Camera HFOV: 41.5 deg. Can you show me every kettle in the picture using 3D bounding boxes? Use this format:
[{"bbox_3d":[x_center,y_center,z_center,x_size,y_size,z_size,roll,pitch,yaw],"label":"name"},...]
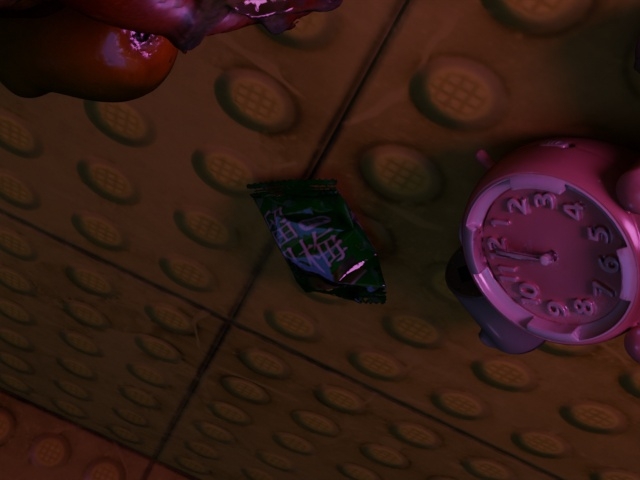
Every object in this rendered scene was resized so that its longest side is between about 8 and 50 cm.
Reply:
[{"bbox_3d":[0.243,0.065,1.081,0.098,0.127,0.148,35,168,51],"label":"kettle"}]

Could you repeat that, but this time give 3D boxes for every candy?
[{"bbox_3d":[0.000,-0.002,1.136,0.141,0.078,0.203,-11,123,26],"label":"candy"}]

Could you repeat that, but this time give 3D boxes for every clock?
[{"bbox_3d":[0.266,-0.005,0.906,0.241,0.142,0.227,7,119,38],"label":"clock"}]

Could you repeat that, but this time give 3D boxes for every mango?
[{"bbox_3d":[-0.272,-0.223,0.937,0.289,0.129,0.146,6,153,31],"label":"mango"}]

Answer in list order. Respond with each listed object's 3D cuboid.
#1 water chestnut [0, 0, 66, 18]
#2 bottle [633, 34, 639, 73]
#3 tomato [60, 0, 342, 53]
[{"bbox_3d":[-0.308,-0.324,0.711,0.244,0.289,0.289,31,164,53],"label":"water chestnut"},{"bbox_3d":[0.350,-0.117,0.745,0.209,0.097,0.110,48,167,-30],"label":"bottle"},{"bbox_3d":[-0.063,-0.301,0.575,0.341,0.272,0.341,-13,175,-1],"label":"tomato"}]
